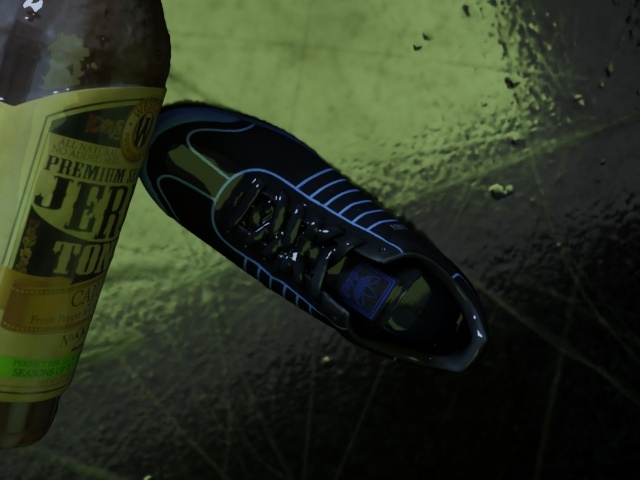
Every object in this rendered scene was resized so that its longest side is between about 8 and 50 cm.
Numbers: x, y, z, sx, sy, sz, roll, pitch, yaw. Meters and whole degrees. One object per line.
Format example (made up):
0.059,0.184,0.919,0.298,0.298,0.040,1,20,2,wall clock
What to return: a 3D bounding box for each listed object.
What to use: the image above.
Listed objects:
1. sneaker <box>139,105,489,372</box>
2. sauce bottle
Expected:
0.000,0.000,0.645,0.232,0.090,0.081,29,99,-15,sneaker
-0.145,-0.060,0.595,0.111,0.111,0.344,17,103,-13,sauce bottle
